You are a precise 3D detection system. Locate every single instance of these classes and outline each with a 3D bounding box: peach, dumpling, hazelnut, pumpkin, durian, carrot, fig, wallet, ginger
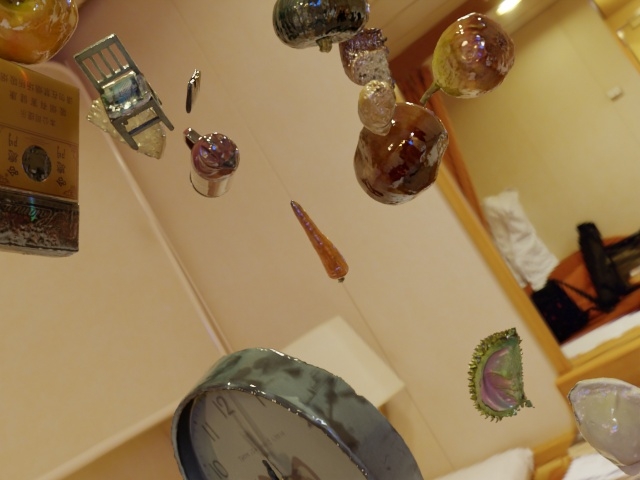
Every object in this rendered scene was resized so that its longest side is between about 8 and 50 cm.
[{"bbox_3d":[-0.712,-0.545,1.675,0.288,0.289,0.308,-29,19,-15],"label":"peach"},{"bbox_3d":[0.516,0.313,1.240,0.136,0.199,0.118,-33,11,5],"label":"dumpling"},{"bbox_3d":[0.183,-0.202,1.717,0.217,0.217,0.252,-24,-31,-49],"label":"hazelnut"},{"bbox_3d":[0.000,-0.480,1.547,0.211,0.152,0.212,-18,17,6],"label":"pumpkin"},{"bbox_3d":[0.351,0.268,1.452,0.137,0.221,0.095,-20,24,-2],"label":"durian"},{"bbox_3d":[0.000,0.000,1.867,0.061,0.257,0.061,-30,11,6],"label":"carrot"},{"bbox_3d":[0.284,-0.348,1.491,0.159,0.159,0.257,-26,-8,-36],"label":"fig"},{"bbox_3d":[-0.329,-0.387,1.865,0.018,0.082,0.157,7,25,-5],"label":"wallet"},{"bbox_3d":[0.103,-0.246,1.328,0.068,0.096,0.190,8,1,2],"label":"ginger"}]

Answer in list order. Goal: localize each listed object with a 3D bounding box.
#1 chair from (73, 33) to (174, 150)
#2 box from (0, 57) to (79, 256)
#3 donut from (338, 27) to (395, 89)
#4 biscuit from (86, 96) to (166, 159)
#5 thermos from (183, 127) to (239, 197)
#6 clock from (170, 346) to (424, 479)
[{"bbox_3d":[-0.527,-0.394,1.948,0.136,0.147,0.270,-28,-36,-1],"label":"chair"},{"bbox_3d":[-0.681,-0.176,1.639,0.115,0.416,0.264,-6,-10,26],"label":"box"},{"bbox_3d":[0.119,-0.502,1.995,0.126,0.187,0.144,-7,8,-24],"label":"donut"},{"bbox_3d":[-0.603,-0.380,2.254,0.084,0.281,0.179,-47,-19,-60],"label":"biscuit"},{"bbox_3d":[-0.249,-0.190,1.660,0.109,0.136,0.330,-14,-3,-12],"label":"thermos"},{"bbox_3d":[-0.032,0.276,0.823,0.325,0.325,0.067,-37,2,43],"label":"clock"}]
